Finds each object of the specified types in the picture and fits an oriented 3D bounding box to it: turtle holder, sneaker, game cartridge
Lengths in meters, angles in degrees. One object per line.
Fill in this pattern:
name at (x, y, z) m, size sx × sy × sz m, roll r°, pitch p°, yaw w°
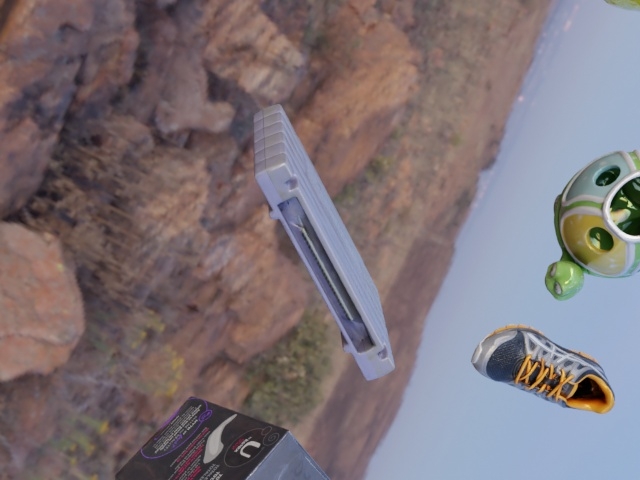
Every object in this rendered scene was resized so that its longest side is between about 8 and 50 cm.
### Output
turtle holder at (0.553, -0.042, 2.001) m, size 0.227 × 0.321 × 0.243 m, roll 53°, pitch 19°, yaw -85°
sneaker at (0.297, 0.172, 1.366) m, size 0.083 × 0.215 × 0.084 m, roll -120°, pitch -132°, yaw -61°
game cartridge at (0.000, 0.000, 1.471) m, size 0.068 × 0.355 × 0.230 m, roll -26°, pitch -154°, yaw 5°

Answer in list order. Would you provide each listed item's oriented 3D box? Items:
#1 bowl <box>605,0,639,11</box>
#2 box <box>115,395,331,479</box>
bowl at (0.606, -0.501, 1.733) m, size 0.290 × 0.156 × 0.289 m, roll -21°, pitch 130°, yaw -27°
box at (-0.125, 0.330, 1.387) m, size 0.165 × 0.143 × 0.270 m, roll -46°, pitch -155°, yaw -23°
